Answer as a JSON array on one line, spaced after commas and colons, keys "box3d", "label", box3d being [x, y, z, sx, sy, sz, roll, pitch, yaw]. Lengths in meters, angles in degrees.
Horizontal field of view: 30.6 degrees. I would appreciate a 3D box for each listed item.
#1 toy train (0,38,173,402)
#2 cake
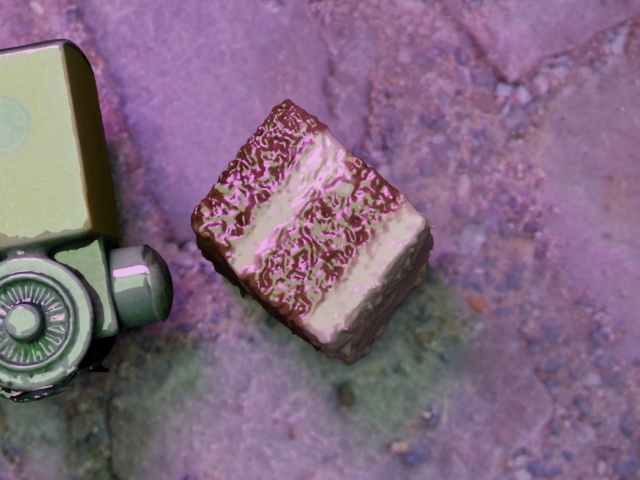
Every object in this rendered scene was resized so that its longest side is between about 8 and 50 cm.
[{"box3d": [-0.312, 0.005, 0.841, 0.397, 0.160, 0.253, -10, 89, 1], "label": "toy train"}, {"box3d": [0.000, 0.000, 0.851, 0.147, 0.135, 0.134, 33, 81, 15], "label": "cake"}]
